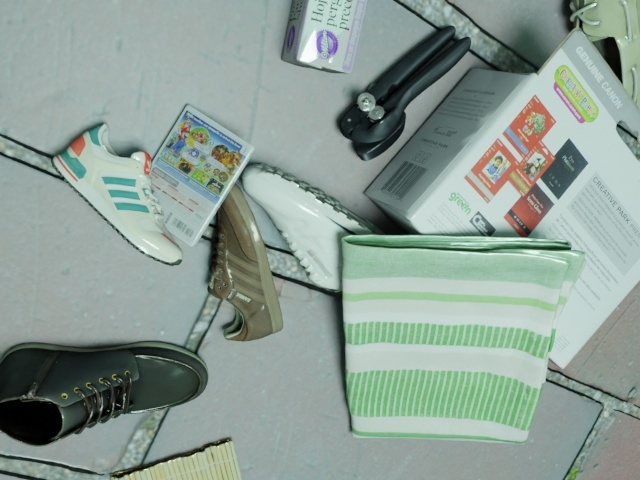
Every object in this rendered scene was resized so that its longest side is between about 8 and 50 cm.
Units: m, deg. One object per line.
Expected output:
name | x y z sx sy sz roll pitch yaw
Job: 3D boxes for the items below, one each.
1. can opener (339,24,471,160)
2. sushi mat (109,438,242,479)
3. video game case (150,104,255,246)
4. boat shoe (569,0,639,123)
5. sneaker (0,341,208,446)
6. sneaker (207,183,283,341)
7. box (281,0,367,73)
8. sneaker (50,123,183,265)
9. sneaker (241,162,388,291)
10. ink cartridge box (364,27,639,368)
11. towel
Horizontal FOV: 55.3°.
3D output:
can opener | 0.094 -0.176 0.694 0.059 0.073 0.186 40 86 14
sushi mat | -0.155 0.408 0.787 0.151 0.019 0.317 -15 109 -16
video game case | -0.135 -0.067 0.636 0.087 0.011 0.122 33 93 10
boat shoe | 0.348 -0.272 0.721 0.094 0.109 0.302 -39 116 -1
sneaker | -0.222 0.166 0.638 0.221 0.118 0.083 4 104 -20
sneaker | -0.094 0.030 0.673 0.071 0.066 0.189 -19 110 -12
box | 0.029 -0.336 0.611 0.063 0.067 0.324 8 103 -20
sneaker | -0.185 -0.047 0.606 0.161 0.057 0.075 44 83 0
sneaker | 0.000 0.000 0.691 0.235 0.090 0.095 34 102 -23
ink cartridge box | 0.262 -0.049 0.739 0.309 0.130 0.272 41 91 -25
towel | 0.150 0.131 0.712 0.247 0.038 0.325 1 129 5
